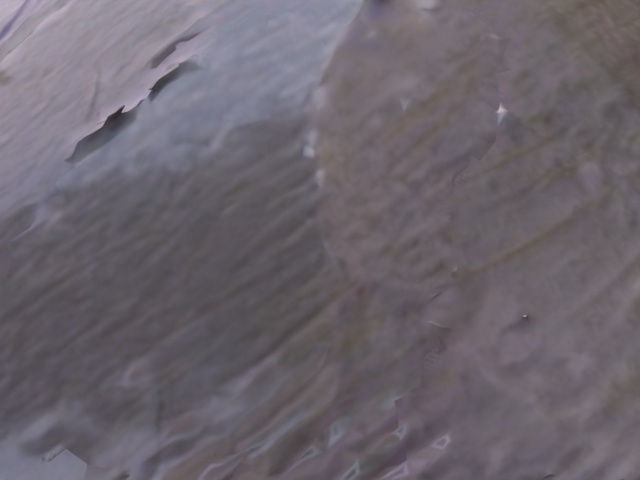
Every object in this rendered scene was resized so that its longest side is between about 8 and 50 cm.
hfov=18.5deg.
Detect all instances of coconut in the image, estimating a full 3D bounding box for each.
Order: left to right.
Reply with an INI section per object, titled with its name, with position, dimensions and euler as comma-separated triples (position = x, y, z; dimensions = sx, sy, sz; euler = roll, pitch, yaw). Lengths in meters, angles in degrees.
[coconut]
position = 0.018, 0.031, 0.636
dimensions = 0.360, 0.346, 0.346
euler = -33, -9, 6
